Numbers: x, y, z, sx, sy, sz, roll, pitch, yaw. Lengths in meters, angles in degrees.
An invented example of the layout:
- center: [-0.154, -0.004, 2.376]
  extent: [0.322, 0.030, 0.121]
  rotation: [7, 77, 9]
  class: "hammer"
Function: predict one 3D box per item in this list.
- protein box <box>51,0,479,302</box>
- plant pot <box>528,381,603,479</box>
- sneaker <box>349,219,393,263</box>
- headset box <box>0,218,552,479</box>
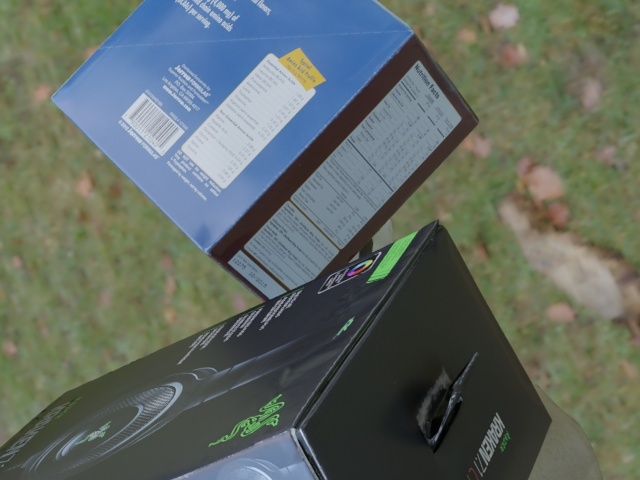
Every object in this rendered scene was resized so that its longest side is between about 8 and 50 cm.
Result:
- center: [-0.039, -0.093, 1.181]
  extent: [0.200, 0.201, 0.136]
  rotation: [43, 179, 34]
  class: "protein box"
- center: [0.085, 0.256, 1.485]
  extent: [0.334, 0.305, 0.333]
  rotation: [12, 109, 37]
  class: "plant pot"
- center: [0.000, 0.000, 1.679]
  extent: [0.122, 0.146, 0.330]
  rotation: [17, 169, 21]
  class: "sneaker"
- center: [-0.041, 0.130, 0.809]
  extent: [0.283, 0.246, 0.131]
  rotation: [-25, 101, 26]
  class: "headset box"
